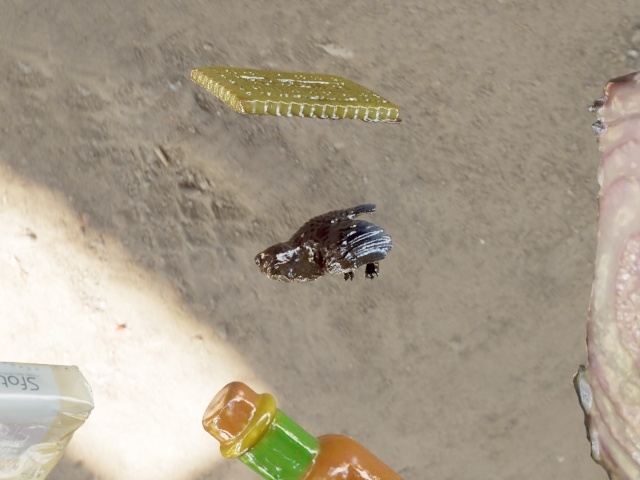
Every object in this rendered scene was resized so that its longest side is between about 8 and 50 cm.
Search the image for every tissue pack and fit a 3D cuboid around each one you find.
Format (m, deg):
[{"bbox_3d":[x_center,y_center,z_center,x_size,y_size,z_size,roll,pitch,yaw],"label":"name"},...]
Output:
[{"bbox_3d":[-0.426,0.240,1.252,0.222,0.090,0.186,15,121,-45],"label":"tissue pack"}]

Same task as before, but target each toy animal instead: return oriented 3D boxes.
[{"bbox_3d":[-0.007,0.002,1.374,0.179,0.218,0.116,1,93,-34],"label":"toy animal"}]

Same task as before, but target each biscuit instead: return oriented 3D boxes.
[{"bbox_3d":[-0.029,-0.199,1.299,0.254,0.172,0.029,-1,113,-32],"label":"biscuit"}]

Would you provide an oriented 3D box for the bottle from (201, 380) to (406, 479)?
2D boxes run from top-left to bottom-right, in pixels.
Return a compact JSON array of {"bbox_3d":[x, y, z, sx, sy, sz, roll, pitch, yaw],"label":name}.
[{"bbox_3d":[0.008,0.151,0.581,0.187,0.069,0.069,42,98,-13],"label":"bottle"}]

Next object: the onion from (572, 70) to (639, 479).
[{"bbox_3d":[0.243,0.046,0.447,0.111,0.247,0.250,-12,112,-30],"label":"onion"}]
